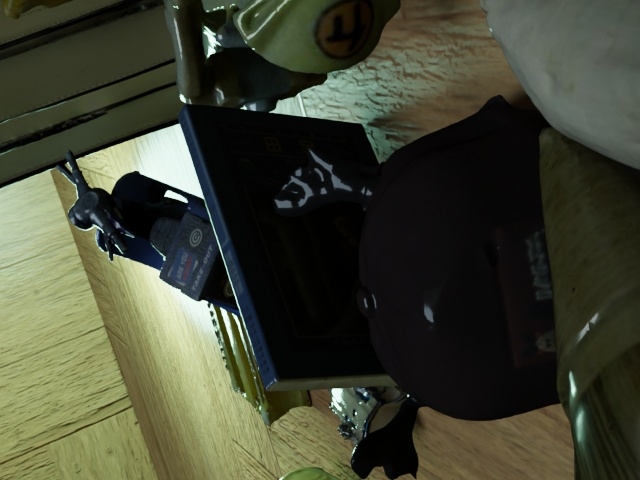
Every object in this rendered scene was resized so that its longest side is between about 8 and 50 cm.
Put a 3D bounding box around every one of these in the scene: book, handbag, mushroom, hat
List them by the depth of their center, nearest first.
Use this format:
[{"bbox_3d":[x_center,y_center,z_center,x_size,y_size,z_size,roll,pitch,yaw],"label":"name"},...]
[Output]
[{"bbox_3d":[0.187,-0.086,0.471,0.350,0.128,0.128,34,141,49],"label":"mushroom"},{"bbox_3d":[0.101,0.035,0.678,0.336,0.208,0.238,3,111,65],"label":"hat"},{"bbox_3d":[0.000,0.000,0.853,0.025,0.190,0.269,-50,49,41],"label":"book"},{"bbox_3d":[-0.343,-0.230,1.274,0.237,0.358,0.160,57,158,25],"label":"handbag"}]

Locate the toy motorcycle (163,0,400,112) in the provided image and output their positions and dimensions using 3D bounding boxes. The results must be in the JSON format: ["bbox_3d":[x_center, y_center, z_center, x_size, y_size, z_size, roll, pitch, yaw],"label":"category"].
[{"bbox_3d":[-0.046,-0.231,0.839,0.410,0.168,0.237,170,86,-74],"label":"toy motorcycle"}]

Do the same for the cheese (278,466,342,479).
[{"bbox_3d":[0.040,0.465,1.351,0.259,0.128,0.316,27,136,57],"label":"cheese"}]

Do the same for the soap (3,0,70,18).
[{"bbox_3d":[-0.221,-0.360,1.014,0.143,0.259,0.281,58,161,-5],"label":"soap"}]

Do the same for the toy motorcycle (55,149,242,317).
[{"bbox_3d":[-0.171,-0.006,1.232,0.358,0.212,0.125,23,90,45],"label":"toy motorcycle"}]

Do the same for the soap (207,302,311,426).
[{"bbox_3d":[-0.092,0.126,1.408,0.135,0.076,0.233,33,141,55],"label":"soap"}]

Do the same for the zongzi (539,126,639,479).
[{"bbox_3d":[0.172,0.260,0.581,0.467,0.218,0.500,58,136,35],"label":"zongzi"}]

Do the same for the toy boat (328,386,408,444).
[{"bbox_3d":[0.039,0.176,1.169,0.210,0.066,0.084,-144,70,-68],"label":"toy boat"}]
